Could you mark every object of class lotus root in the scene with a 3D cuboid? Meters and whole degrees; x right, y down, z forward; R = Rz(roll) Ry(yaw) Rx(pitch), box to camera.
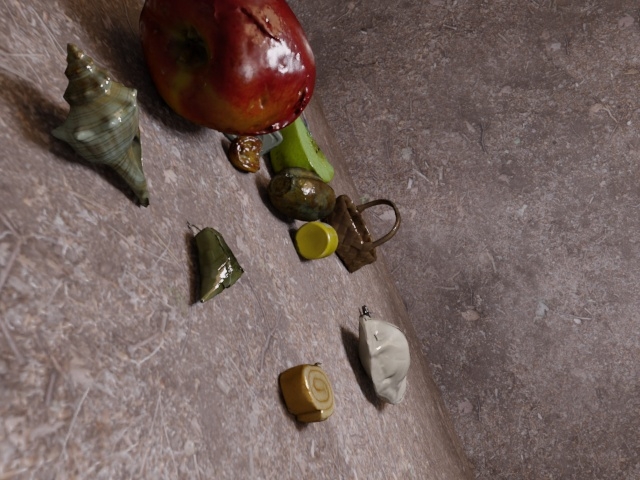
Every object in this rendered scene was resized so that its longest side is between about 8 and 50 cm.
[{"bbox_3d":[-0.054,-0.137,1.334,0.275,0.160,0.152,14,42,-59],"label":"lotus root"}]

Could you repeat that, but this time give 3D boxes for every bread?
[{"bbox_3d":[-0.020,0.329,0.913,0.149,0.073,0.122,36,35,-63],"label":"bread"}]

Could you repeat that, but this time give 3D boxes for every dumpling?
[{"bbox_3d":[0.222,0.415,1.456,0.341,0.181,0.260,83,6,-51],"label":"dumpling"}]

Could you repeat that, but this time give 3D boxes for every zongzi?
[{"bbox_3d":[-0.215,0.026,0.761,0.154,0.062,0.130,59,27,-3],"label":"zongzi"}]

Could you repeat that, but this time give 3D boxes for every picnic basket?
[{"bbox_3d":[0.199,-0.065,1.850,0.337,0.337,0.293,54,18,-38],"label":"picnic basket"}]

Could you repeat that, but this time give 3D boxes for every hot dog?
[{"bbox_3d":[-0.201,-0.240,1.189,0.147,0.065,0.099,7,90,-74],"label":"hot dog"}]

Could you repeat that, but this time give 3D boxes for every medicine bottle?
[{"bbox_3d":[0.000,0.000,1.419,0.122,0.122,0.212,67,14,6],"label":"medicine bottle"}]

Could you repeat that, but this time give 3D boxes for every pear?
[{"bbox_3d":[-0.082,-0.271,1.501,0.292,0.159,0.292,53,20,-29],"label":"pear"}]

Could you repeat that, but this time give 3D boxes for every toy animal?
[{"bbox_3d":[0.189,0.321,1.733,0.136,0.047,0.065,-102,166,-44],"label":"toy animal"}]

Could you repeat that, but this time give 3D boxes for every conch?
[{"bbox_3d":[-0.318,-0.168,0.618,0.234,0.114,0.137,113,-24,-60],"label":"conch"}]

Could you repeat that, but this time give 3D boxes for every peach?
[{"bbox_3d":[-0.190,-0.403,0.960,0.353,0.339,0.416,59,22,-8],"label":"peach"}]

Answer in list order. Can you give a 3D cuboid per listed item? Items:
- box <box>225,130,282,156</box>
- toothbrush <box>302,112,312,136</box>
[{"bbox_3d":[-0.205,-0.334,1.247,0.093,0.124,0.172,62,10,28],"label":"box"},{"bbox_3d":[-0.052,-0.425,1.524,0.013,0.011,0.131,75,-3,-64],"label":"toothbrush"}]
